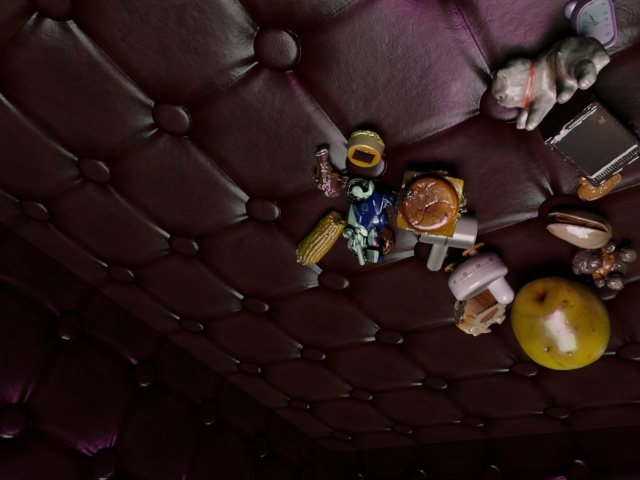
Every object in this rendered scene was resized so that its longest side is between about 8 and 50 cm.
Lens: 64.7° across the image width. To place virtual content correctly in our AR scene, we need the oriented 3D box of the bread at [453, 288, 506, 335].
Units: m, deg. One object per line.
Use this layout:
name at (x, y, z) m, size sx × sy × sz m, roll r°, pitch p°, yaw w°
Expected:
bread at (0.684, 0.316, 2.141) m, size 0.224 × 0.211 × 0.183 m, roll 11°, pitch 132°, yaw 11°

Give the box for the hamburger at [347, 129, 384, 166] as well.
hamburger at (0.151, -0.313, 1.689) m, size 0.127 × 0.081 × 0.141 m, roll 8°, pitch 150°, yaw 9°

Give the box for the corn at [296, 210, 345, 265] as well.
corn at (0.000, 0.000, 2.053) m, size 0.115 × 0.115 × 0.318 m, roll 26°, pitch 137°, yaw -14°

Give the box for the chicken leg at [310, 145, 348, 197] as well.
chicken leg at (0.019, -0.243, 1.813) m, size 0.125 × 0.080 × 0.196 m, roll -23°, pitch 120°, yaw 21°

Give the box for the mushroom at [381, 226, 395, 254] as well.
mushroom at (0.241, 0.003, 2.007) m, size 0.109 × 0.085 × 0.126 m, roll -13°, pitch 122°, yaw 29°

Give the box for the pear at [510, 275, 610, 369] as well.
pear at (0.926, 0.317, 1.970) m, size 0.363 × 0.362 × 0.418 m, roll -20°, pitch 131°, yaw 32°

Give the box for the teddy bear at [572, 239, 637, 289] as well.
teddy bear at (1.034, 0.082, 1.864) m, size 0.190 × 0.140 × 0.177 m, roll 17°, pitch 97°, yaw 10°

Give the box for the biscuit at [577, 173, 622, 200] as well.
biscuit at (0.907, -0.188, 1.668) m, size 0.118 × 0.023 × 0.140 m, roll 18°, pitch 139°, yaw -6°

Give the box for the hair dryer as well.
hair dryer at (0.468, 0.024, 1.961) m, size 0.203 × 0.128 × 0.362 m, roll 8°, pitch 146°, yaw 6°

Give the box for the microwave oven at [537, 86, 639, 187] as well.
microwave oven at (0.770, -0.314, 1.449) m, size 0.247 × 0.188 × 0.178 m, roll 34°, pitch 129°, yaw -16°

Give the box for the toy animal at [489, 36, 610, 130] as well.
toy animal at (0.584, -0.439, 1.330) m, size 0.188 × 0.308 × 0.266 m, roll 43°, pitch 112°, yaw -3°

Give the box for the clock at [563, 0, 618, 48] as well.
clock at (0.694, -0.557, 1.296) m, size 0.110 × 0.050 × 0.152 m, roll -13°, pitch 132°, yaw 27°

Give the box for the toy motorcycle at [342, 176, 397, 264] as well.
toy motorcycle at (0.187, -0.074, 1.876) m, size 0.196 × 0.125 × 0.331 m, roll 5°, pitch 112°, yaw 19°

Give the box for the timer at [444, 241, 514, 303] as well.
timer at (0.624, 0.159, 1.964) m, size 0.234 × 0.240 × 0.233 m, roll -26°, pitch 159°, yaw -11°

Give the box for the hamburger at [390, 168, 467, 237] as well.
hamburger at (0.373, -0.131, 1.741) m, size 0.262 × 0.139 × 0.243 m, roll 14°, pitch 104°, yaw 12°

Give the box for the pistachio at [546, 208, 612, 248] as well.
pistachio at (0.902, -0.042, 1.757) m, size 0.223 × 0.126 × 0.152 m, roll 16°, pitch 174°, yaw -2°
